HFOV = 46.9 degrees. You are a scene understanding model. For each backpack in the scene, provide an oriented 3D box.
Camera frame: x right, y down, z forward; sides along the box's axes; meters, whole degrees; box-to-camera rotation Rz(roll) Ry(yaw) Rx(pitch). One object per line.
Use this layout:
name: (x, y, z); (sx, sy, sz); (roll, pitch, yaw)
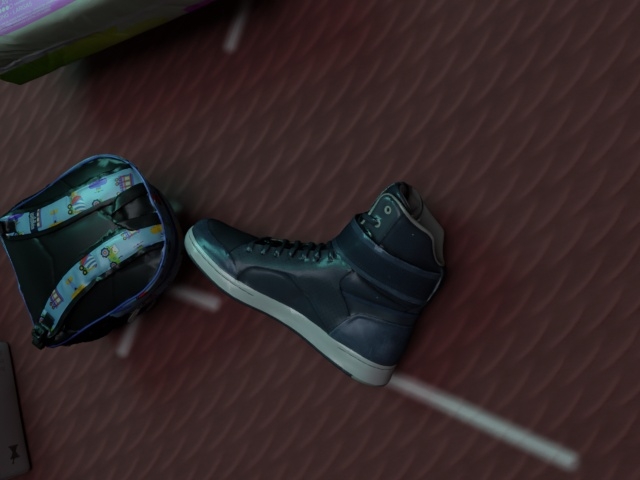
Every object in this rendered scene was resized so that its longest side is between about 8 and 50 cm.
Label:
backpack: (-0.209, 0.004, 0.721); (0.173, 0.117, 0.158); (-31, 77, 18)

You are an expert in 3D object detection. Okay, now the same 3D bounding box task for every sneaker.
sneaker: (0.001, 0.000, 0.645); (0.226, 0.086, 0.163); (31, 110, 10)

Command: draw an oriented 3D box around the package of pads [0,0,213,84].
package of pads: (-0.221, -0.303, 0.682); (0.297, 0.101, 0.229); (-15, 83, 21)

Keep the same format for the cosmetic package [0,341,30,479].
cosmetic package: (-0.443, 0.205, 0.788); (0.184, 0.151, 0.151); (-17, 81, 19)
